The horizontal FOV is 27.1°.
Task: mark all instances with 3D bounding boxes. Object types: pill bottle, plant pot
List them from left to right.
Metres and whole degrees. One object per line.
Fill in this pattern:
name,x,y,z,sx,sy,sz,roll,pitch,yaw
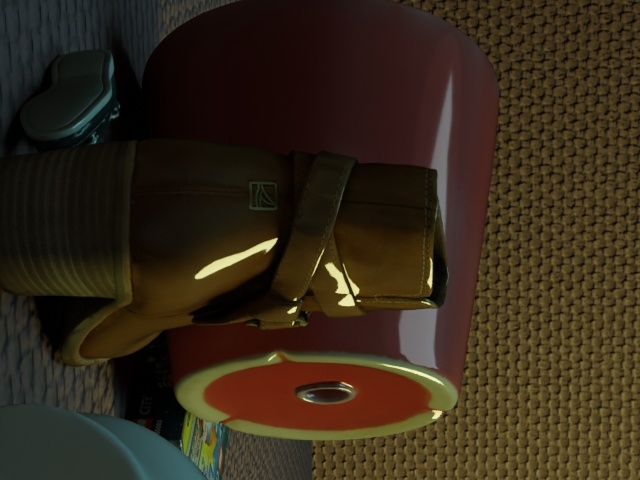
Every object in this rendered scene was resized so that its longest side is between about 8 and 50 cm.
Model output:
pill bottle,-0.097,0.143,0.553,0.229,0.131,0.131,80,11,-69
plant pot,0.000,0.000,0.944,0.275,0.275,0.243,81,8,-65

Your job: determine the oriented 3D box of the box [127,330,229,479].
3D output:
box,-0.106,0.131,1.047,0.233,0.044,0.159,-85,173,-53

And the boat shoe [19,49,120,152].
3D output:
boat shoe,-0.131,-0.068,0.712,0.125,0.046,0.038,-101,-176,-65

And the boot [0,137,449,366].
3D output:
boot,-0.040,0.006,0.726,0.283,0.220,0.109,78,12,-72
